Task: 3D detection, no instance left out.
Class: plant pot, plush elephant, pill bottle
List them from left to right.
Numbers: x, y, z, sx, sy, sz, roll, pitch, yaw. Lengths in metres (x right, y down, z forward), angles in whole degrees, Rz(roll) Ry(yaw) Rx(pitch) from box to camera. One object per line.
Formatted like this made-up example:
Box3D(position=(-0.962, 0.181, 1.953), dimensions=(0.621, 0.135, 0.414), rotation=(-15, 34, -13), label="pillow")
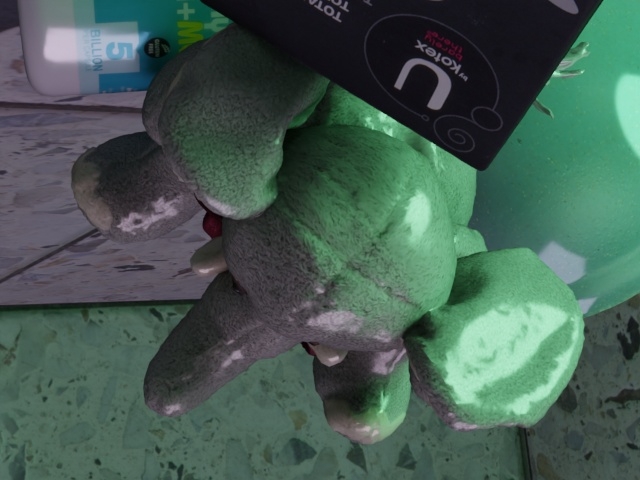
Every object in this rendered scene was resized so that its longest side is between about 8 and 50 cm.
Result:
Box3D(position=(-0.060, -0.172, 0.899), dimensions=(0.264, 0.146, 0.146), rotation=(-6, 171, -9), label="pill bottle")
Box3D(position=(0.000, 0.000, 0.773), dimensions=(0.330, 0.272, 0.255), rotation=(-41, -175, 30), label="plush elephant")
Box3D(position=(0.141, -0.106, 1.015), dimensions=(0.293, 0.293, 0.196), rotation=(-12, 127, 30), label="plant pot")

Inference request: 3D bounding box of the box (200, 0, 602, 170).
Box3D(position=(0.071, -0.180, 0.572), dimensions=(0.165, 0.143, 0.270), rotation=(32, 150, 3), label="box")
